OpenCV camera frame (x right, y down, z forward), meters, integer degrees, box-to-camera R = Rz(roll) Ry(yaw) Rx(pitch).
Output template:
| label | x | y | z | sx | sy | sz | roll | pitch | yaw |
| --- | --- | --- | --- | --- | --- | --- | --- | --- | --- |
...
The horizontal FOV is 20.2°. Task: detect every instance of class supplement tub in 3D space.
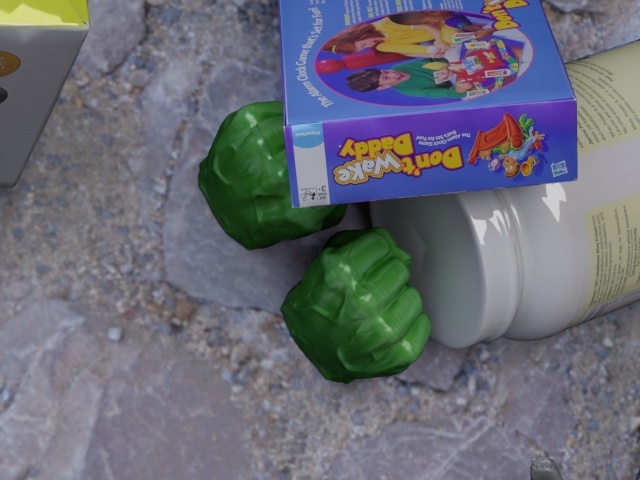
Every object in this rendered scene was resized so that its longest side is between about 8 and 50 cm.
| label | x | y | z | sx | sy | sz | roll | pitch | yaw |
| --- | --- | --- | --- | --- | --- | --- | --- | --- | --- |
| supplement tub | 0.233 | -0.045 | 1.663 | 0.325 | 0.235 | 0.235 | -19 | 83 | -23 |

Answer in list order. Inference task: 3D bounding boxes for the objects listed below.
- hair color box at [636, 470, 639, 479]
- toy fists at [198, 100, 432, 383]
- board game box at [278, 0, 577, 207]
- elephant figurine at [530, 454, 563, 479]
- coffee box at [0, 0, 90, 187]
| label | x | y | z | sx | sy | sz | roll | pitch | yaw |
| --- | --- | --- | --- | --- | --- | --- | --- | --- | --- |
| hair color box | 0.474 | 0.293 | 1.736 | 0.347 | 0.105 | 0.174 | 30 | 68 | -10 |
| toy fists | 0.000 | 0.000 | 1.616 | 0.096 | 0.142 | 0.279 | -31 | 89 | -24 |
| board game box | 0.082 | -0.157 | 1.567 | 0.233 | 0.347 | 0.078 | -5 | 121 | 1 |
| elephant figurine | 0.158 | 0.351 | 1.586 | 0.239 | 0.169 | 0.186 | -30 | 57 | -10 |
| coffee box | -0.391 | -0.253 | 1.418 | 0.337 | 0.334 | 0.338 | -1 | 72 | -20 |
